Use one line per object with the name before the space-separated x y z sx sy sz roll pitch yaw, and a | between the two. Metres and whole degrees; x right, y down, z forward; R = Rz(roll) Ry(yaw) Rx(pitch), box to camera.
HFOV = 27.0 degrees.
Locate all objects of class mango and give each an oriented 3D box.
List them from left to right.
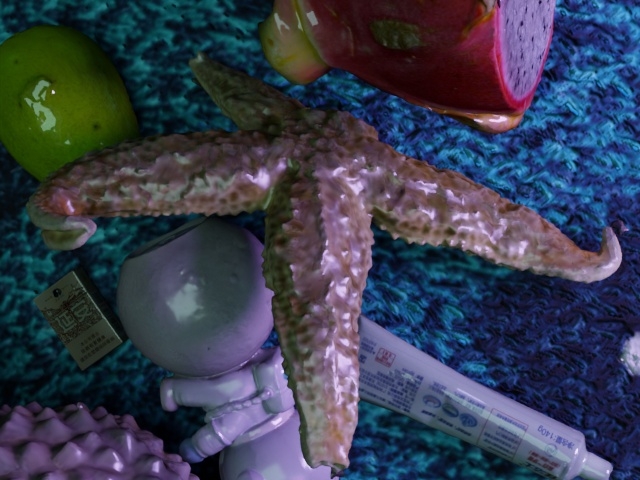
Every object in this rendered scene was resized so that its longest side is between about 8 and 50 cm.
mango | -0.224 -0.108 1.184 0.119 0.100 0.178 -35 98 14

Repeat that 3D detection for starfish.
starfish | 0.000 0.000 1.079 0.432 0.324 0.082 32 145 8

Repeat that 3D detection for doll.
doll | -0.070 0.123 1.169 0.151 0.151 0.287 -23 98 16

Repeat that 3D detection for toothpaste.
toothpaste | 0.129 0.150 1.172 0.268 0.047 0.069 24 123 11

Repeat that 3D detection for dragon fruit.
dragon fruit | 0.058 -0.237 1.005 0.225 0.305 0.306 7 101 19

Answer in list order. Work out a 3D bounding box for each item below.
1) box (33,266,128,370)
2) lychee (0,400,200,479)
box | -0.224 0.074 1.253 0.053 0.024 0.083 -36 92 16
lychee | -0.268 0.335 1.136 0.380 0.380 0.432 43 93 3
